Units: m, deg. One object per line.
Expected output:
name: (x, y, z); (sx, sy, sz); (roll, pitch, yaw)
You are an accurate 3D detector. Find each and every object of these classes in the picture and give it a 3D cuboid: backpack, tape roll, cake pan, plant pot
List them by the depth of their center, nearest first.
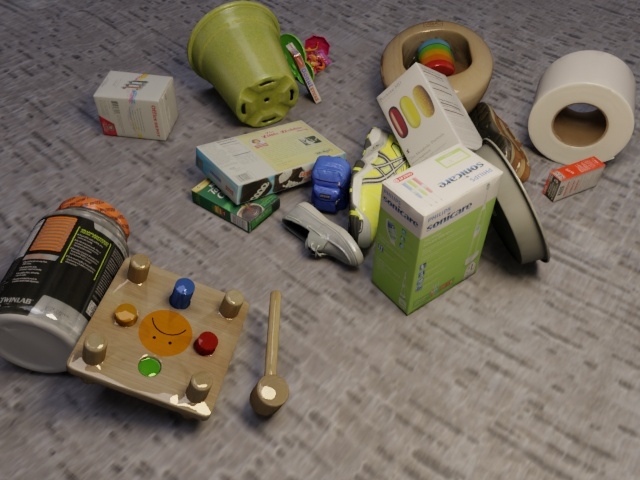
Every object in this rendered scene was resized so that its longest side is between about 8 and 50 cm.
cake pan: (0.390, -0.075, 1.318); (0.054, 0.293, 0.293); (-26, 47, 8)
backpack: (0.026, -0.132, 1.453); (0.098, 0.120, 0.101); (8, 46, 5)
tape roll: (0.666, -0.335, 1.583); (0.246, 0.246, 0.169); (16, 48, 13)
plant pot: (-0.190, -0.457, 1.693); (0.276, 0.276, 0.253); (-19, 61, -18)

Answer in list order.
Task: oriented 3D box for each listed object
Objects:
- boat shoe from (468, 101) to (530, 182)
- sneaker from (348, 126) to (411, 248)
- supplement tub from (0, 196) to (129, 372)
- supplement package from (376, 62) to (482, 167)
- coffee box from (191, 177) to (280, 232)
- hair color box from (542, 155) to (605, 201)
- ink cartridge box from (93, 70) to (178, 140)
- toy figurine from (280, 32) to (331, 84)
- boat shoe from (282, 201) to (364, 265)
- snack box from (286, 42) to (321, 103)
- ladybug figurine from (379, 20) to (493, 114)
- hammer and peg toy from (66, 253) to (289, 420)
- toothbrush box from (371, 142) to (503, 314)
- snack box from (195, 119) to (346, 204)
boat shoe: (0.445, -0.239, 1.588); (0.120, 0.122, 0.323); (27, 33, -20)
sneaker: (0.153, -0.133, 1.444); (0.147, 0.145, 0.384); (11, 48, 9)
supplement tub: (-0.488, 0.074, 1.189); (0.194, 0.193, 0.315); (6, 46, 4)
supplement package: (0.261, -0.269, 1.458); (0.134, 0.139, 0.243); (3, 57, -48)
coffee box: (-0.201, -0.098, 1.469); (0.184, 0.040, 0.113); (29, 51, 24)
hair color box: (0.620, -0.151, 1.522); (0.141, 0.071, 0.043); (-19, 50, -20)
ink cartridge box: (-0.484, -0.358, 1.654); (0.176, 0.128, 0.127); (7, 46, 4)
toy figurine: (-0.025, -0.562, 1.891); (0.159, 0.130, 0.173); (-30, 75, -38)
boat shoe: (-0.001, -0.001, 1.365); (0.081, 0.079, 0.227); (-36, 51, -19)
snack box: (-0.045, -0.466, 1.740); (0.022, 0.178, 0.064); (-29, 50, 2)
ladybug figurine: (0.322, -0.462, 1.741); (0.306, 0.161, 0.449); (-1, 46, 10)
hammer and peg toy: (-0.227, 0.185, 1.123); (0.362, 0.127, 0.265); (21, 46, -7)
toothbrush box: (0.224, -0.019, 1.237); (0.206, 0.283, 0.122); (-28, 53, -25)
snack box: (-0.118, -0.199, 1.521); (0.322, 0.060, 0.187); (-22, 48, -34)
